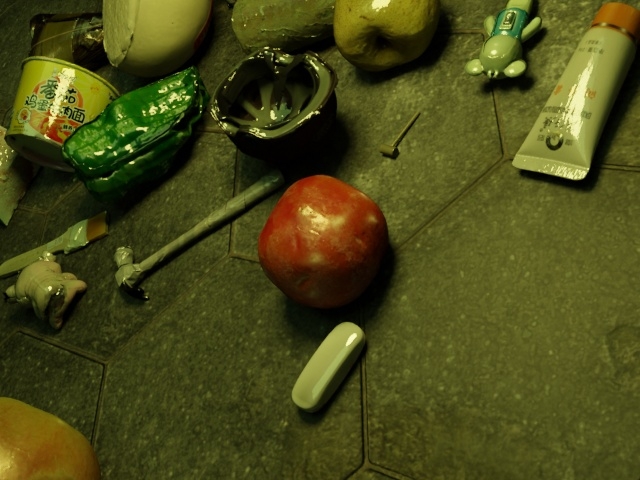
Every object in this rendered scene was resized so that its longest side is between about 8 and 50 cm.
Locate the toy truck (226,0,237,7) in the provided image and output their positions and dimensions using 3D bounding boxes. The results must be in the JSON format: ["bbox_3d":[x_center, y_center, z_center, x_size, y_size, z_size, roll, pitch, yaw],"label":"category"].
[{"bbox_3d":[-0.227,-0.729,2.237,0.155,0.124,0.268,-32,47,1],"label":"toy truck"}]

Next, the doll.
[{"bbox_3d":[-0.607,0.108,1.901,0.192,0.095,0.149,25,77,41],"label":"doll"}]

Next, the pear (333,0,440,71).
[{"bbox_3d":[0.131,-0.461,1.734,0.228,0.188,0.211,-13,55,30],"label":"pear"}]

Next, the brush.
[{"bbox_3d":[-0.633,0.018,2.037,0.336,0.020,0.086,-23,48,19],"label":"brush"}]

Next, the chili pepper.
[{"bbox_3d":[-0.394,-0.236,1.965,0.385,0.167,0.213,-38,59,-11],"label":"chili pepper"}]

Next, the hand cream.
[{"bbox_3d":[0.436,-0.242,1.441,0.139,0.089,0.314,15,76,44],"label":"hand cream"}]

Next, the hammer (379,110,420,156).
[{"bbox_3d":[0.157,-0.205,1.652,0.035,0.019,0.110,24,69,43],"label":"hammer"}]

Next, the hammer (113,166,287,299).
[{"bbox_3d":[-0.251,-0.030,1.789,0.426,0.044,0.152,-35,46,8],"label":"hammer"}]

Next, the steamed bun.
[{"bbox_3d":[-0.393,-0.583,2.129,0.374,0.241,0.375,-4,85,61],"label":"steamed bun"}]

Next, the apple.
[{"bbox_3d":[-0.529,0.431,1.458,0.338,0.339,0.305,-18,30,24],"label":"apple"}]

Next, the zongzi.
[{"bbox_3d":[-0.682,-0.470,2.375,0.289,0.154,0.318,8,83,35],"label":"zongzi"}]

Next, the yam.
[{"bbox_3d":[-0.049,-0.508,1.921,0.267,0.161,0.161,-14,52,28],"label":"yam"}]

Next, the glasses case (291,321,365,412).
[{"bbox_3d":[0.014,0.207,1.425,0.063,0.041,0.164,23,74,45],"label":"glasses case"}]

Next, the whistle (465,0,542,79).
[{"bbox_3d":[0.350,-0.382,1.609,0.113,0.077,0.236,7,57,28],"label":"whistle"}]

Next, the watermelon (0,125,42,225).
[{"bbox_3d":[-0.840,-0.222,2.247,0.213,0.290,0.320,-14,30,-12],"label":"watermelon"}]

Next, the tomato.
[{"bbox_3d":[0.003,0.001,1.483,0.231,0.188,0.232,-18,52,25],"label":"tomato"}]

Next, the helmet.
[{"bbox_3d":[-0.072,-0.245,1.727,0.305,0.177,0.225,29,69,38],"label":"helmet"}]

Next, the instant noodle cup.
[{"bbox_3d":[-0.640,-0.299,2.128,0.264,0.264,0.200,1,67,36],"label":"instant noodle cup"}]
